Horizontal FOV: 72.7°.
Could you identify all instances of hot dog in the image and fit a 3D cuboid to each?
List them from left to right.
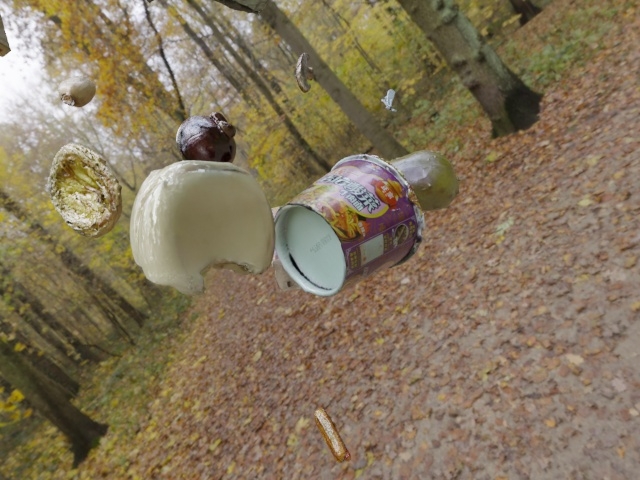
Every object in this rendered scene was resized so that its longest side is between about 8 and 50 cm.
[{"bbox_3d":[0.029,0.488,1.091,0.038,0.144,0.062,-21,-37,-23],"label":"hot dog"}]

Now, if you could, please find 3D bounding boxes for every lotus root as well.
[{"bbox_3d":[-0.597,-0.366,1.067,0.062,0.073,0.150,-59,22,30],"label":"lotus root"}]

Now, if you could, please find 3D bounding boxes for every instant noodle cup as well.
[{"bbox_3d":[0.054,-0.028,1.110,0.266,0.340,0.340,-30,1,-41],"label":"instant noodle cup"}]

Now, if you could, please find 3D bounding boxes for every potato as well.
[{"bbox_3d":[0.290,-0.185,1.412,0.307,0.210,0.173,-11,-16,9],"label":"potato"}]

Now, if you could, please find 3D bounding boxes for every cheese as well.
[{"bbox_3d":[-0.203,-0.019,0.789,0.266,0.233,0.127,-1,-9,-41],"label":"cheese"}]

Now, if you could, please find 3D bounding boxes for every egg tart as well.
[{"bbox_3d":[-0.579,-0.125,1.101,0.098,0.252,0.232,-29,-45,-62],"label":"egg tart"}]

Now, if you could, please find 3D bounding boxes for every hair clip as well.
[{"bbox_3d":[0.185,-0.370,1.158,0.115,0.030,0.039,-86,9,-56],"label":"hair clip"}]

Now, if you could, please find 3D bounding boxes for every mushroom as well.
[{"bbox_3d":[-0.039,-0.423,1.094,0.049,0.101,0.019,1,-4,-40],"label":"mushroom"}]

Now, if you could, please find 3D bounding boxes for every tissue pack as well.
[{"bbox_3d":[-0.114,0.027,1.407,0.091,0.183,0.226,-12,49,5],"label":"tissue pack"}]

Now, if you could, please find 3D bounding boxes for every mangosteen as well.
[{"bbox_3d":[-0.268,-0.239,1.053,0.152,0.152,0.152,-39,10,8],"label":"mangosteen"}]

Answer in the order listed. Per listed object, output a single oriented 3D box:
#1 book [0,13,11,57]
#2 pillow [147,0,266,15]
[{"bbox_3d":[-0.568,-0.389,0.617,0.026,0.161,0.231,-27,-16,9],"label":"book"},{"bbox_3d":[-0.226,-0.625,0.858,0.283,0.310,0.138,-6,25,-21],"label":"pillow"}]
